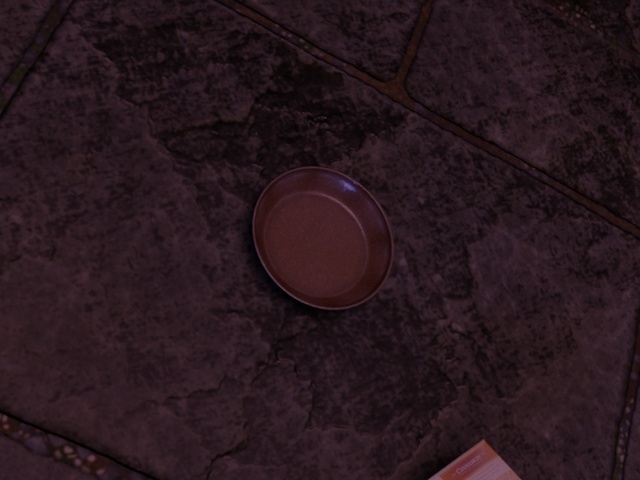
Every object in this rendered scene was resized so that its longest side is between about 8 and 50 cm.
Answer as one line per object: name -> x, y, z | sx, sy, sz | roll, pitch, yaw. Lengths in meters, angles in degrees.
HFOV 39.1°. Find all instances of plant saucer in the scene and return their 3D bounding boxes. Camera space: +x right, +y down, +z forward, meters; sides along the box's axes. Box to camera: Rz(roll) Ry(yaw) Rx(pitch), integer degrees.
plant saucer -> 0.000, 0.000, 1.178 | 0.199, 0.036, 0.198 | 9, 65, -21

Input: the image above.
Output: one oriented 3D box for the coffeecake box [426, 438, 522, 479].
coffeecake box -> 0.200, 0.353, 1.067 | 0.142, 0.068, 0.185 | -26, 59, -30
